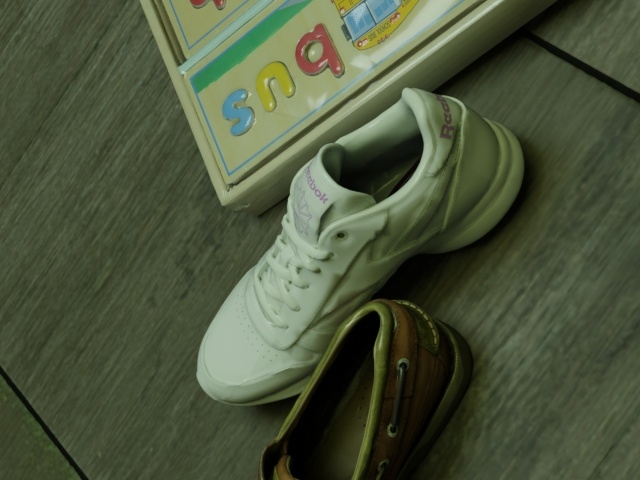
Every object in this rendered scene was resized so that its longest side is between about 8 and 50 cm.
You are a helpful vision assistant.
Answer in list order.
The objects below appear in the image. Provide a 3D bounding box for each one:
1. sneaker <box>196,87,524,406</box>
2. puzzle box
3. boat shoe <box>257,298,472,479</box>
[{"bbox_3d":[0.000,0.000,0.930,0.305,0.152,0.114,-44,53,15],"label":"sneaker"},{"bbox_3d":[0.035,-0.237,1.020,0.409,0.052,0.272,-35,64,24],"label":"puzzle box"},{"bbox_3d":[-0.006,0.181,0.901,0.111,0.104,0.307,21,87,37],"label":"boat shoe"}]
